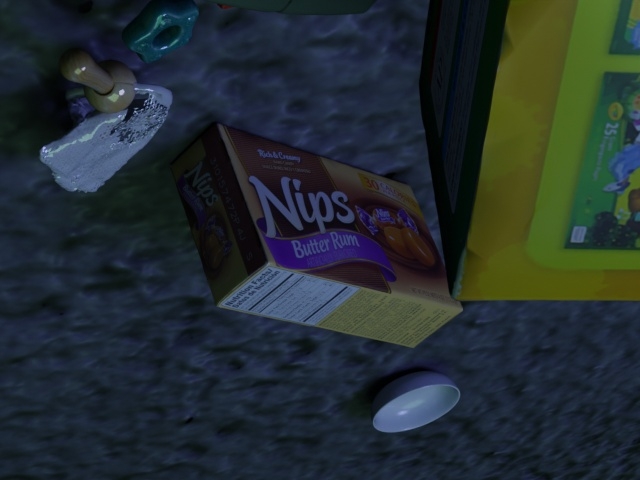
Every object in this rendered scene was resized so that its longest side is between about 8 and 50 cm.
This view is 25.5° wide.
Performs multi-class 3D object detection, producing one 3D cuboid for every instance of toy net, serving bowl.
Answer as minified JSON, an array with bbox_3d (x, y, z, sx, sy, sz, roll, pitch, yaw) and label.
[{"bbox_3d":[-0.092,-0.112,0.741,0.122,0.045,0.232,-22,158,-33],"label":"toy net"},{"bbox_3d":[0.081,0.139,1.262,0.083,0.027,0.083,-16,150,-9],"label":"serving bowl"}]

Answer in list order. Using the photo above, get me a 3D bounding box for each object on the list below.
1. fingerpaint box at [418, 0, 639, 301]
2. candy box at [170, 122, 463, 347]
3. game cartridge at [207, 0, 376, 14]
[{"bbox_3d":[0.244,-0.186,0.495,0.371,0.163,0.445,0,133,-4],"label":"fingerpaint box"},{"bbox_3d":[0.000,0.000,0.907,0.053,0.109,0.187,-39,144,29],"label":"candy box"},{"bbox_3d":[-0.021,-0.190,0.562,0.198,0.062,0.297,-43,155,19],"label":"game cartridge"}]
